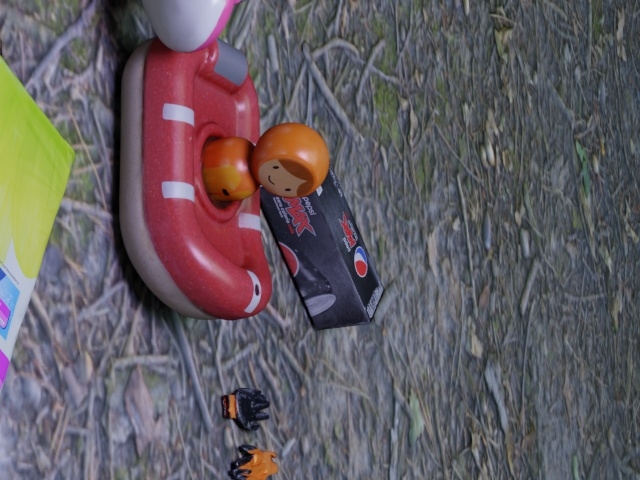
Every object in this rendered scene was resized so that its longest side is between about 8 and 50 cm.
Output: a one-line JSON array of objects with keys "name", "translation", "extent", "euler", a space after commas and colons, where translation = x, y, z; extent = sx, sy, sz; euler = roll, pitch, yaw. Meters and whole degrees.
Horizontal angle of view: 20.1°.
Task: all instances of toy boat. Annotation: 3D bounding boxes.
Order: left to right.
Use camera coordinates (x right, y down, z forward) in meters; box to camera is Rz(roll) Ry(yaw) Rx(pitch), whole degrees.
[{"name": "toy boat", "translation": [-0.064, -0.054, 1.411], "extent": [0.151, 0.151, 0.231], "euler": [22, 63, -62]}]

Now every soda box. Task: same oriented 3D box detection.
[{"name": "soda box", "translation": [0.000, 0.000, 1.648], "extent": [0.053, 0.060, 0.169], "euler": [-67, 141, -50]}]

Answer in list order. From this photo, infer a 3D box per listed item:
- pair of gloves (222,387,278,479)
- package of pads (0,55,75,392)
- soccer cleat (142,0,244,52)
[{"name": "pair of gloves", "translation": [-0.060, 0.166, 1.533], "extent": [0.074, 0.010, 0.083], "euler": [0, 81, -64]}, {"name": "package of pads", "translation": [-0.266, -0.050, 1.032], "extent": [0.296, 0.101, 0.229], "euler": [56, 36, -46]}, {"name": "soccer cleat", "translation": [-0.129, -0.298, 1.392], "extent": [0.143, 0.116, 0.331], "euler": [18, 58, -33]}]
